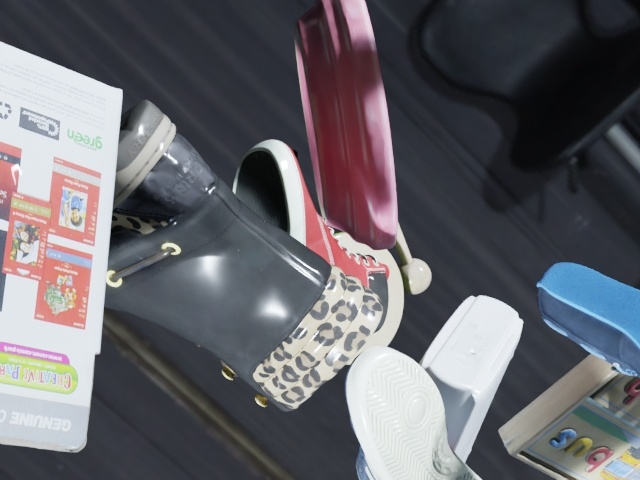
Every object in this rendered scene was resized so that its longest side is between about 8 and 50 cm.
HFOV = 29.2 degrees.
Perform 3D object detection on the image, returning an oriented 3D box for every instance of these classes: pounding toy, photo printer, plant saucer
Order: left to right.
[{"bbox_3d":[0.030,0.064,1.735,0.237,0.183,0.110,-44,23,-28],"label":"pounding toy"},{"bbox_3d":[0.026,-0.148,1.496,0.084,0.332,0.332,-9,16,-3],"label":"plant saucer"},{"bbox_3d":[0.178,0.261,1.792,0.256,0.107,0.307,-44,-24,-56],"label":"photo printer"}]

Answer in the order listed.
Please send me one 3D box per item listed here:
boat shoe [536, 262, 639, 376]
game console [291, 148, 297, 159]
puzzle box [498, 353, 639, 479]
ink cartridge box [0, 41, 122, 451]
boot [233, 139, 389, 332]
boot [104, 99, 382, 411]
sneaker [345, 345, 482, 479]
[{"bbox_3d":[0.375,0.113,1.448,0.109,0.258,0.089,-36,-35,-27],"label":"boat shoe"},{"bbox_3d":[-0.067,0.018,1.906,0.213,0.044,0.361,-39,39,53],"label":"game console"},{"bbox_3d":[0.485,0.280,1.785,0.272,0.409,0.052,-44,38,22],"label":"puzzle box"},{"bbox_3d":[-0.295,-0.008,0.797,0.130,0.309,0.272,-13,68,40],"label":"ink cartridge box"},{"bbox_3d":[0.000,0.000,1.350,0.088,0.244,0.176,-2,13,43],"label":"boot"},{"bbox_3d":[-0.137,0.050,1.141,0.377,0.284,0.138,-39,19,50],"label":"boot"},{"bbox_3d":[0.089,0.259,1.558,0.148,0.350,0.131,16,54,45],"label":"sneaker"}]
